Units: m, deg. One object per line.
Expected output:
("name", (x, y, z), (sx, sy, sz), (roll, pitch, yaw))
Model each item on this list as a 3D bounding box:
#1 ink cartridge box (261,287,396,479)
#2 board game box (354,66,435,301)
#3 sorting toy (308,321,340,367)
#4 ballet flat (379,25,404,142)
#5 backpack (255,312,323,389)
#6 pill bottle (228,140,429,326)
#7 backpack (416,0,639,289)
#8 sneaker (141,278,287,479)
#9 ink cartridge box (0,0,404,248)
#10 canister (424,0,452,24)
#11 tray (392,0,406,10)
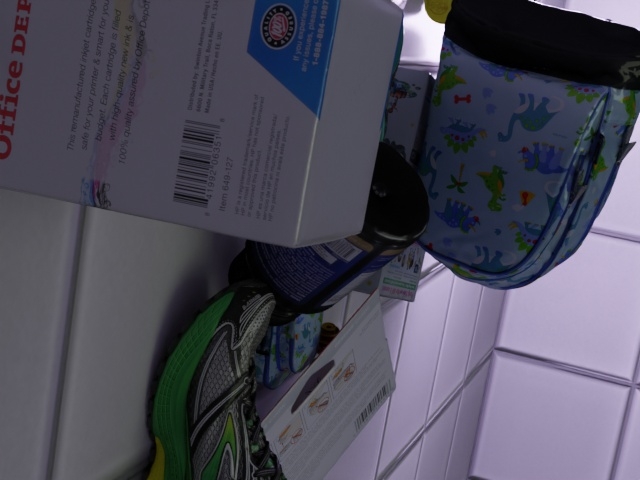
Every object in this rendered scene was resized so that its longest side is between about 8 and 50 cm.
("ink cartridge box", (-0.018, 0.206, 1.383), (0.275, 0.060, 0.239), (-48, 148, -25))
("board game box", (0.099, -0.073, 1.606), (0.224, 0.097, 0.303), (19, 83, -72))
("sorting toy", (0.005, 0.143, 1.529), (0.102, 0.061, 0.042), (-93, -176, -60))
("ballet flat", (0.060, -0.209, 1.452), (0.070, 0.070, 0.188), (-39, 143, -63))
("backpack", (-0.049, 0.109, 1.298), (0.105, 0.084, 0.114), (-35, 139, -60))
("pill bottle", (0.000, 0.000, 1.163), (0.219, 0.123, 0.123), (-40, -168, 42))
("backpack", (0.257, -0.114, 1.515), (0.273, 0.290, 0.355), (-42, 148, -49))
("sneaker", (-0.089, 0.206, 1.141), (0.134, 0.146, 0.343), (-10, 111, -71))
("ink cartridge box", (-0.086, -0.104, 0.779), (0.168, 0.233, 0.171), (-13, 115, -73))
("canister", (0.217, -0.425, 1.754), (0.170, 0.073, 0.126), (-60, 157, -45))
("tray", (0.015, -0.212, 1.176), (0.411, 0.076, 0.203), (-58, 174, -45))
